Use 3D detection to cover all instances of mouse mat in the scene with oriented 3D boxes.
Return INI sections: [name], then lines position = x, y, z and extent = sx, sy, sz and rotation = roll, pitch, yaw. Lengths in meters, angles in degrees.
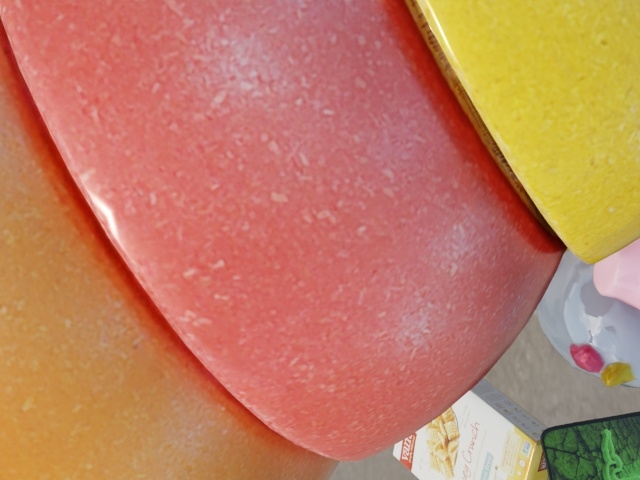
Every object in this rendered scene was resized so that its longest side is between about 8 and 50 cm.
[mouse mat]
position = 0.331, 0.286, 1.368
extent = 0.153, 0.007, 0.189
rotation = -9, 77, -6

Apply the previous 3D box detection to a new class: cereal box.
[cereal box]
position = 0.189, 0.261, 1.587
extent = 0.047, 0.240, 0.173
rotation = -8, 118, -34

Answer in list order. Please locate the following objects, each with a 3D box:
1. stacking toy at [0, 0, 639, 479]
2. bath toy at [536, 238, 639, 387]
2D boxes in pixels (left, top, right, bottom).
[stacking toy]
position = 0.030, -0.080, 0.441
extent = 0.480, 0.350, 0.350
rotation = -28, 98, 13
[bath toy]
position = 0.207, -0.018, 0.692
extent = 0.151, 0.348, 0.129
rotation = -28, 63, -24
